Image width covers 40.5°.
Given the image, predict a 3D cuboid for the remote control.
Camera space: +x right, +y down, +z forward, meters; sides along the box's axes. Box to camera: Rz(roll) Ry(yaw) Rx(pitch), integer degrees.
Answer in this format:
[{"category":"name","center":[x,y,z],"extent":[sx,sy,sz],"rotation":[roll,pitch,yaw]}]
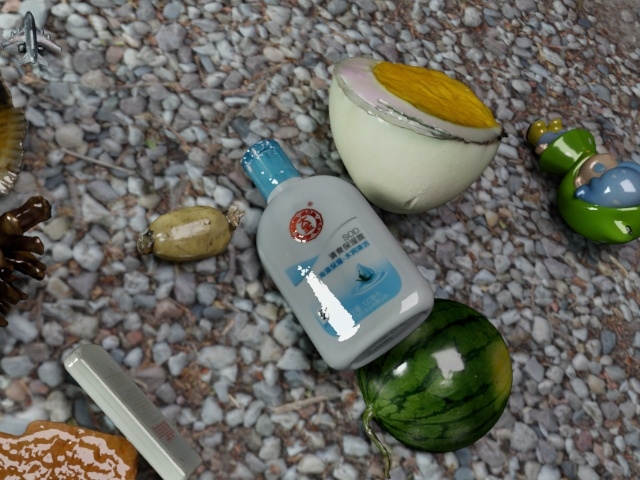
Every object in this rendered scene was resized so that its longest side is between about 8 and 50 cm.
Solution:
[{"category":"remote control","center":[-0.208,0.191,0.961],"extent":[0.029,0.087,0.190],"rotation":[-43,87,1]}]

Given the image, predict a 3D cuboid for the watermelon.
[{"category":"watermelon","center":[0.158,0.169,1.131],"extent":[0.232,0.127,0.204],"rotation":[-15,74,-27]}]

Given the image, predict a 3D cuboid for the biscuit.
[{"category":"biscuit","center":[-0.311,0.292,0.874],"extent":[0.306,0.043,0.284],"rotation":[-27,74,-38]}]

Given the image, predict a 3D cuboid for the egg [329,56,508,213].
[{"category":"egg","center":[0.119,-0.151,1.277],"extent":[0.264,0.174,0.286],"rotation":[14,31,-16]}]

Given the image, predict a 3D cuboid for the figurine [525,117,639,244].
[{"category":"figurine","center":[0.449,-0.101,1.434],"extent":[0.162,0.143,0.263],"rotation":[-8,50,-39]}]

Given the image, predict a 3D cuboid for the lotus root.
[{"category":"lotus root","center":[-0.160,-0.011,1.112],"extent":[0.152,0.063,0.072],"rotation":[-21,64,-30]}]

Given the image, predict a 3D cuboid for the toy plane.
[{"category":"toy plane","center":[-0.389,-0.270,1.162],"extent":[0.078,0.031,0.083],"rotation":[-2,64,-28]}]

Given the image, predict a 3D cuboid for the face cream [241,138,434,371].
[{"category":"face cream","center":[0.000,0.000,1.137],"extent":[0.163,0.080,0.336],"rotation":[-36,63,4]}]

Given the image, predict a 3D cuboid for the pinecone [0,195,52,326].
[{"category":"pinecone","center":[-0.387,0.014,0.914],"extent":[0.212,0.169,0.185],"rotation":[-45,112,-39]}]

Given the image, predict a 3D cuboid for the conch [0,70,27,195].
[{"category":"conch","center":[-0.434,-0.141,0.996],"extent":[0.178,0.163,0.245],"rotation":[-30,109,-20]}]
